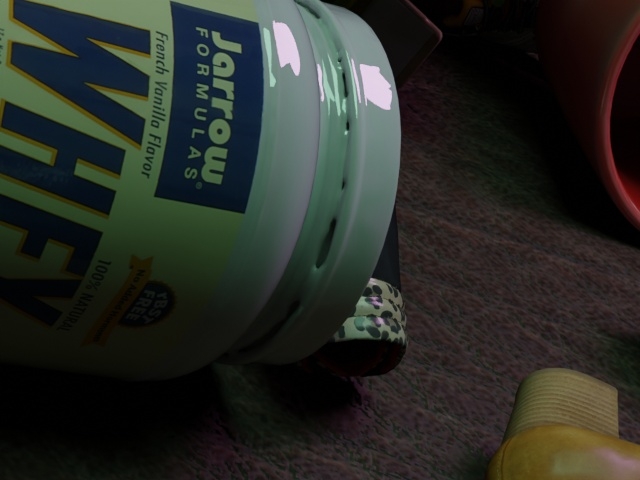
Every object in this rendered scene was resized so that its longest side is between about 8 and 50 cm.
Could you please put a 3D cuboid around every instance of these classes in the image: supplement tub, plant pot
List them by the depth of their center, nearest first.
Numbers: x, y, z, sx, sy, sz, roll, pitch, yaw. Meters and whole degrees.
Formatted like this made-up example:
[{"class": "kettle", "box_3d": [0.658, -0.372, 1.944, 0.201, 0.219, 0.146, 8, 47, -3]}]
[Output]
[{"class": "supplement tub", "box_3d": [-0.148, -0.054, 0.975, 0.325, 0.235, 0.235, 10, 30, -31]}, {"class": "plant pot", "box_3d": [0.307, -0.148, 1.598, 0.275, 0.275, 0.243, 16, 17, -22]}]

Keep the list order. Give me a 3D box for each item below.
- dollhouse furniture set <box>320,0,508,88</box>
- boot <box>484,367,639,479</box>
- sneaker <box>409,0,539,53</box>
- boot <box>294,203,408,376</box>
[{"class": "dollhouse furniture set", "box_3d": [0.021, -0.166, 1.424, 0.151, 0.197, 0.301, 43, 27, 4]}, {"class": "boot", "box_3d": [0.224, 0.185, 1.062, 0.295, 0.104, 0.211, 20, 31, -4]}, {"class": "sneaker", "box_3d": [0.146, -0.206, 1.740, 0.225, 0.088, 0.093, 14, 31, -6]}, {"class": "boot", "box_3d": [-0.002, 0.000, 1.180, 0.085, 0.236, 0.179, -4, 75, -8]}]
